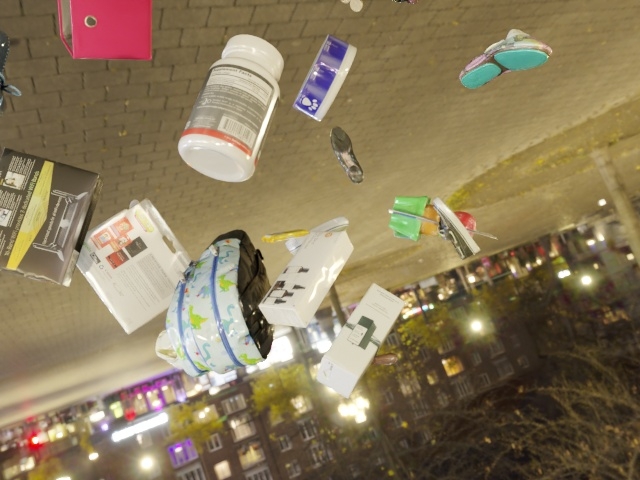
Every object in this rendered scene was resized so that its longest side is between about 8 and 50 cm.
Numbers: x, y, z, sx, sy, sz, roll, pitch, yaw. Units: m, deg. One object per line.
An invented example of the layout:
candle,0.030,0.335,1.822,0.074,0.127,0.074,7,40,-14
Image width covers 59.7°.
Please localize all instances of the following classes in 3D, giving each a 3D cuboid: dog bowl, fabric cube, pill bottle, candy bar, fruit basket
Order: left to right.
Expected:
fabric cube,-0.738,-0.777,1.906,0.258,0.259,0.253,-9,128,-30
pill bottle,-0.231,-0.361,1.525,0.211,0.362,0.210,14,159,6
candy bar,-0.081,-0.013,1.378,0.040,0.018,0.162,5,-169,36
dog bowl,0.012,-0.533,1.833,0.104,0.264,0.265,26,158,-9
fruit basket,0.414,-0.046,1.904,0.354,0.165,0.327,21,-172,11

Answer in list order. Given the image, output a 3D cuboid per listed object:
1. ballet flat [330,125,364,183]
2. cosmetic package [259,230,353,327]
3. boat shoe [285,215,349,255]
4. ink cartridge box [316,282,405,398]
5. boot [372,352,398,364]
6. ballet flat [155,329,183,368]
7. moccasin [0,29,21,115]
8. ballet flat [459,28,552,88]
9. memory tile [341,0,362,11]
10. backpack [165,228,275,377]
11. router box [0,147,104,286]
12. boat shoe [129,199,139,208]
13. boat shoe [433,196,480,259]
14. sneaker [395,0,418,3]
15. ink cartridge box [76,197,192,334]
ballet flat,0.069,-0.234,1.546,0.058,0.173,0.049,-22,178,-10
cosmetic package,-0.026,0.075,1.193,0.099,0.060,0.239,2,-138,33
boat shoe,0.000,0.000,1.817,0.109,0.094,0.302,-25,-179,41
ink cartridge box,0.087,0.220,1.214,0.208,0.087,0.153,-51,165,-29
boot,0.171,0.373,1.737,0.107,0.037,0.114,-18,162,32
ballet flat,-0.430,0.310,1.690,0.139,0.139,0.400,-15,172,-29
moccasin,-0.771,-0.325,1.255,0.342,0.137,0.117,-49,155,22
ballet flat,0.364,-0.368,1.106,0.077,0.079,0.222,25,167,-22
memory tile,0.084,-0.678,1.439,0.012,0.113,0.148,-48,174,-36
backpack,-0.216,0.165,1.306,0.274,0.289,0.355,-18,-159,-13
router box,-0.735,-0.058,1.448,0.243,0.308,0.081,16,168,-10
boat shoe,-0.652,-0.102,1.964,0.035,0.035,0.100,-2,121,-16
boat shoe,0.379,-0.030,1.613,0.070,0.219,0.077,-36,-159,13
sneaker,0.217,-0.740,1.502,0.107,0.281,0.162,1,141,-20
ink cartridge box,-0.545,0.071,1.662,0.272,0.309,0.130,-35,-169,-16
